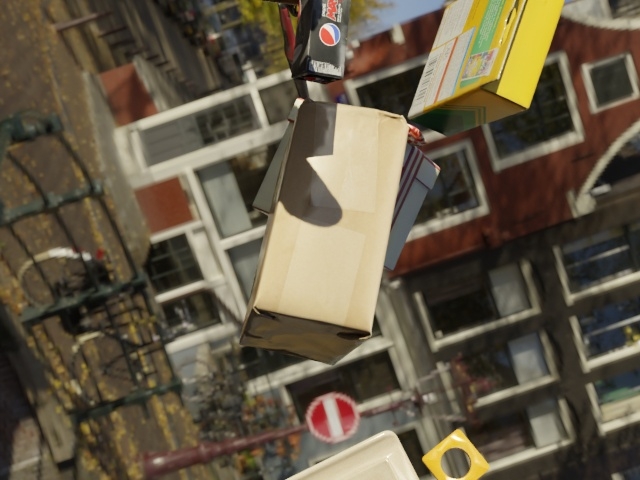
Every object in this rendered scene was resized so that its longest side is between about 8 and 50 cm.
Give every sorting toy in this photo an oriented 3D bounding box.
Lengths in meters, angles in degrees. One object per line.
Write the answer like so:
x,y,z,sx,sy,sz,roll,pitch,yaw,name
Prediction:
0.056,0.362,1.172,0.047,0.347,0.196,83,-19,-72,sorting toy

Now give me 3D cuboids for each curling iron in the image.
-0.038,-0.356,1.758,0.274,0.068,0.035,84,-20,-45,curling iron

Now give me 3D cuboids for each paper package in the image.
0.000,0.000,1.418,0.309,0.168,0.325,119,-16,-72,paper package

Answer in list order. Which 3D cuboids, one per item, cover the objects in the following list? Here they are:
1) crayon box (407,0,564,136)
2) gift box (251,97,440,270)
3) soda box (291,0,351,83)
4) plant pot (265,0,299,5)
0.251,-0.279,1.379,0.323,0.083,0.203,173,-63,-75,crayon box
0.055,-0.118,1.740,0.255,0.258,0.276,22,-5,28,gift box
0.004,-0.292,1.217,0.060,0.053,0.169,-175,-89,-68,soda box
-0.057,-0.478,1.342,0.237,0.237,0.254,-108,-154,-78,plant pot
